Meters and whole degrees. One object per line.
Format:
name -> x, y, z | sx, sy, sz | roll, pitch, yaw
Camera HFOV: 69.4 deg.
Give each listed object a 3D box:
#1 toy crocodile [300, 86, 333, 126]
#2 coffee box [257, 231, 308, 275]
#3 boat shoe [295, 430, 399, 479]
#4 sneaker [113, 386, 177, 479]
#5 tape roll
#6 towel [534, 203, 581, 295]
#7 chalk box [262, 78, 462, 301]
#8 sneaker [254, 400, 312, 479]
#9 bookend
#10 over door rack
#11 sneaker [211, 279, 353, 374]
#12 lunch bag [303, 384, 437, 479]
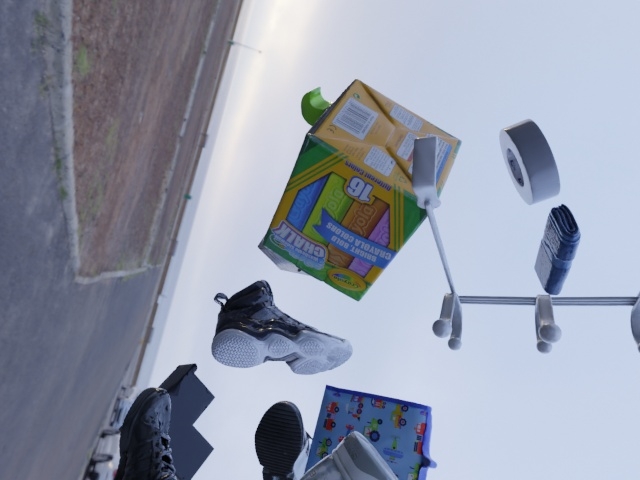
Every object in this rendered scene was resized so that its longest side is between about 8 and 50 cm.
toy crocodile -> 0.085, -0.229, 0.986 | 0.340, 0.115, 0.105 | 42, -33, 37
coffee box -> 0.000, 0.000, 1.207 | 0.297, 0.119, 0.168 | 8, -122, 44
boat shoe -> 0.085, 0.331, 0.418 | 0.103, 0.320, 0.118 | -33, -175, -7
sneaker -> -0.137, 0.215, 0.392 | 0.051, 0.089, 0.170 | 61, 34, -52
tape roll -> 0.551, -0.207, 1.227 | 0.219, 0.072, 0.219 | -20, 90, -76
towel -> 0.324, 0.015, 0.630 | 0.067, 0.029, 0.119 | -86, 171, -47
chalk box -> 0.043, -0.047, 0.692 | 0.180, 0.179, 0.289 | -58, 178, -42
sneaker -> -0.081, 0.514, 1.156 | 0.146, 0.122, 0.330 | -46, 142, -62
bookend -> -0.255, 0.343, 0.864 | 0.072, 0.156, 0.157 | -20, -158, 45
over door rack -> 0.232, 0.034, 0.472 | 0.324, 0.240, 0.108 | 64, 31, -46
sneaker -> -0.069, 0.154, 0.850 | 0.101, 0.269, 0.153 | -58, -147, 35
lunch bag -> 0.131, 0.479, 1.076 | 0.293, 0.138, 0.221 | -6, -121, 42
